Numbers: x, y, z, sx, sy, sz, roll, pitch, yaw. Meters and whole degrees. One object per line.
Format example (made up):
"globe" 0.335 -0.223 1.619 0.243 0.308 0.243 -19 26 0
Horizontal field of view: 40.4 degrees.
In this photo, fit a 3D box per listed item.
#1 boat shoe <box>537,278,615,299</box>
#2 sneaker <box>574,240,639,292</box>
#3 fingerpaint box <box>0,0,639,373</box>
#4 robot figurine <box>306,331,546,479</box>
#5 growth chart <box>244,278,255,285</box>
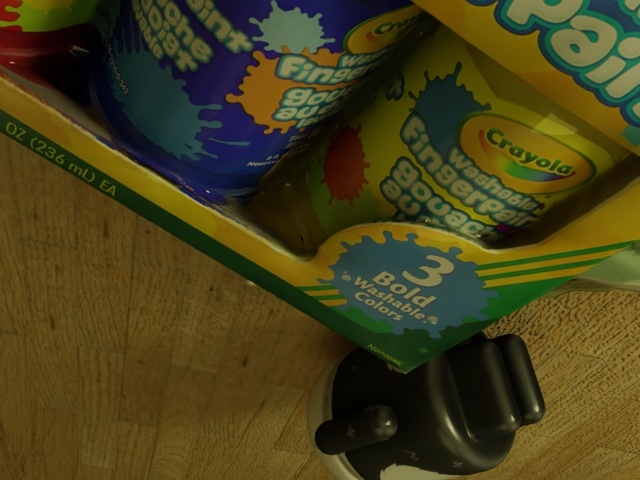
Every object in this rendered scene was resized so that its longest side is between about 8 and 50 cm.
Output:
"boat shoe" 0.243 0.017 0.816 0.153 0.056 0.048 -16 145 42
"sneaker" 0.228 -0.029 0.704 0.255 0.094 0.151 -2 151 18
"fingerpaint box" -0.011 -0.152 0.439 0.444 0.163 0.371 32 140 -15
"robot figurine" 0.112 0.193 0.993 0.278 0.174 0.209 -24 128 38
"growth chart" 0.000 0.000 0.866 0.171 0.021 0.237 13 145 -6
